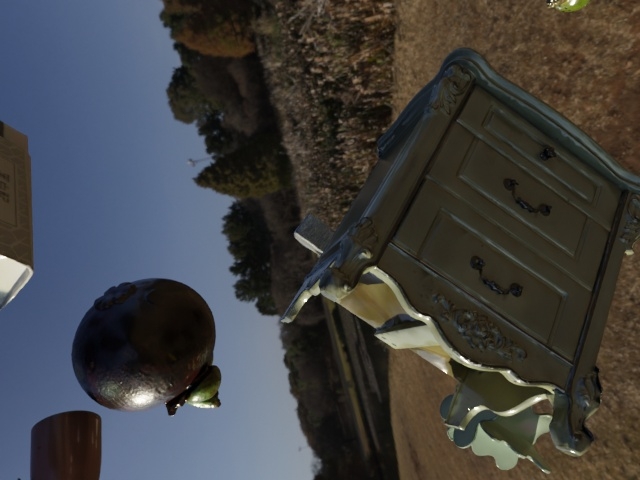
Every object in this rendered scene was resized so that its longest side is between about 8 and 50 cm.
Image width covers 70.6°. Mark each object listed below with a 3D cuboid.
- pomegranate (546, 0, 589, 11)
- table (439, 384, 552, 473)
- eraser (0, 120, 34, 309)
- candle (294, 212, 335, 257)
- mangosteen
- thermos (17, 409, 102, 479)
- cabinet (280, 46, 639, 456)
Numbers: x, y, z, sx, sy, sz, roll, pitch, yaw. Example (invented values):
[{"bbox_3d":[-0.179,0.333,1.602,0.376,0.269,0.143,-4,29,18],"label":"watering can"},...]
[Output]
[{"bbox_3d":[0.384,-0.385,0.700,0.084,0.073,0.073,-61,10,6],"label":"pomegranate"},{"bbox_3d":[0.383,0.394,0.955,0.198,0.166,0.166,34,-171,-16],"label":"table"},{"bbox_3d":[-0.482,-0.064,0.642,0.096,0.098,0.404,37,-171,-46],"label":"eraser"},{"bbox_3d":[0.000,0.000,1.136,0.192,0.068,0.168,29,170,44],"label":"candle"},{"bbox_3d":[-0.374,0.259,1.023,0.306,0.306,0.359,-113,2,-69],"label":"mangosteen"},{"bbox_3d":[-0.561,0.526,0.973,0.265,0.177,0.145,66,145,40],"label":"thermos"},{"bbox_3d":[0.161,0.018,0.529,0.290,0.318,0.227,34,156,-6],"label":"cabinet"}]
